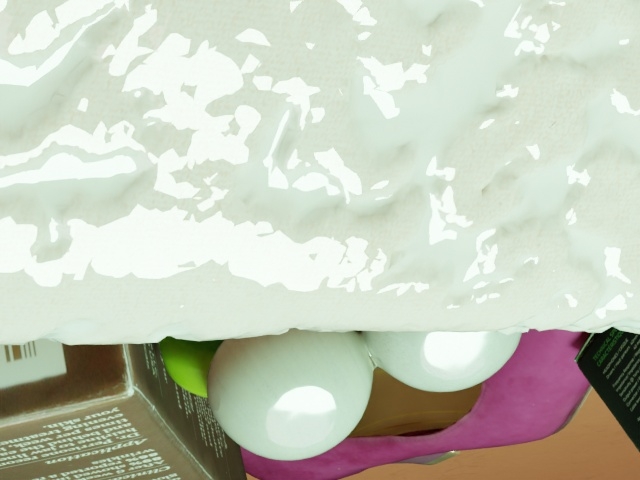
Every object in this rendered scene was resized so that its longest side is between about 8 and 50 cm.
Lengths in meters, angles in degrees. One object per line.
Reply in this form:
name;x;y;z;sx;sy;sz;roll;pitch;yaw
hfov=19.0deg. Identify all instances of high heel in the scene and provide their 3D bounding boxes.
high heel;0.036;0.071;1.131;0.181;0.127;0.377;3;153;-18

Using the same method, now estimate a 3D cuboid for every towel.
towel;0.048;-0.106;0.463;0.332;0.053;0.317;1;123;-31

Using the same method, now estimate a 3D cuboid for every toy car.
toy car;0.000;0.000;0.882;0.182;0.159;0.136;-24;123;2

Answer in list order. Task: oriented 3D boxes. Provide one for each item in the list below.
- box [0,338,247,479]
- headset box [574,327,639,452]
box;-0.160;0.083;1.019;0.191;0.143;0.381;-12;160;1
headset box;0.321;0.022;0.990;0.283;0.131;0.246;3;130;-36
